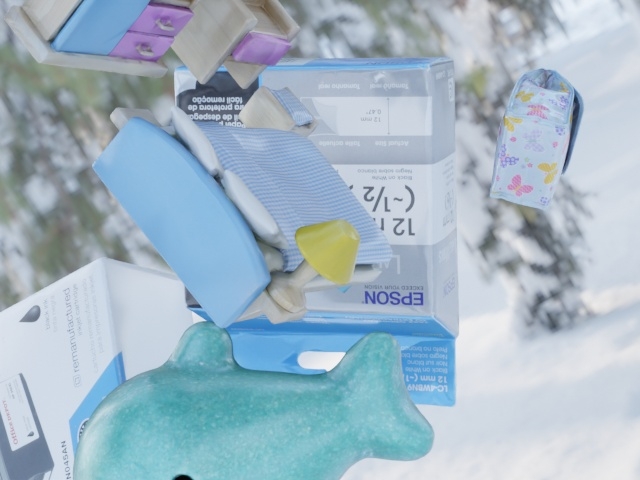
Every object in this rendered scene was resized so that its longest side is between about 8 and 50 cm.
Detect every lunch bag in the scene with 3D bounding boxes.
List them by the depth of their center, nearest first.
[{"bbox_3d":[0.150,-0.073,1.016,0.053,0.071,0.083,13,32,7],"label":"lunch bag"}]

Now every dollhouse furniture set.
[{"bbox_3d":[-0.004,-0.107,0.999,0.198,0.303,0.286,-46,-20,23],"label":"dollhouse furniture set"}]

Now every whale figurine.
[{"bbox_3d":[-0.051,0.160,1.099,0.272,0.216,0.141,-20,-5,-2],"label":"whale figurine"}]

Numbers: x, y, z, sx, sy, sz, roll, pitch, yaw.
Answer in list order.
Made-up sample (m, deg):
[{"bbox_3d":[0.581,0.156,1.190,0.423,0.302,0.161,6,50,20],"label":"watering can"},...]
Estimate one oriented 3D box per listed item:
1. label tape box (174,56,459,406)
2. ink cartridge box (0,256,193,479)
[{"bbox_3d":[0.000,0.000,1.416,0.249,0.347,0.115,1,9,16],"label":"label tape box"},{"bbox_3d":[-0.347,0.234,1.926,0.395,0.285,0.166,-27,-27,30],"label":"ink cartridge box"}]
